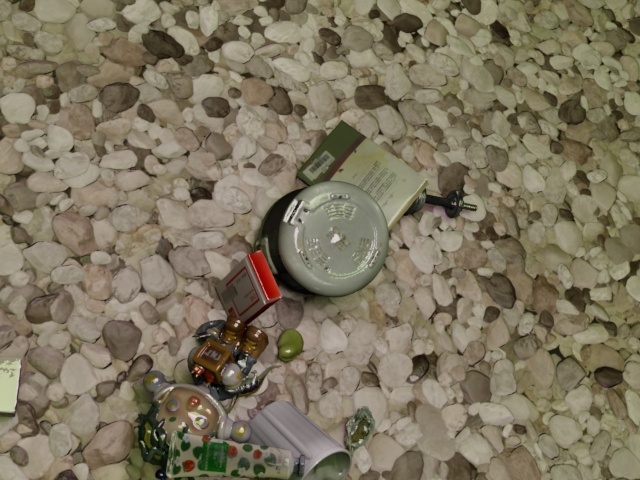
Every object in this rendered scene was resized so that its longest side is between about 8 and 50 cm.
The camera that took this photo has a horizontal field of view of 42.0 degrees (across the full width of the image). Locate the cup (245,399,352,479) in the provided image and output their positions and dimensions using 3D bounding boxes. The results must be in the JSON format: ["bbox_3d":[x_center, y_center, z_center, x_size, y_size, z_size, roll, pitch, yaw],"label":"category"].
[{"bbox_3d":[-0.071,0.487,1.823,0.202,0.167,0.221,38,96,36],"label":"cup"}]

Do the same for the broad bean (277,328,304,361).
[{"bbox_3d":[-0.073,0.251,2.004,0.063,0.045,0.083,18,57,1],"label":"broad bean"}]

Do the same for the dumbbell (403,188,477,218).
[{"bbox_3d":[0.309,-0.108,2.236,0.255,0.110,0.110,8,68,-22],"label":"dumbbell"}]

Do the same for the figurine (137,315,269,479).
[{"bbox_3d":[-0.252,0.344,1.820,0.261,0.186,0.381,20,65,25],"label":"figurine"}]

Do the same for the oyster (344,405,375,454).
[{"bbox_3d":[0.090,0.451,1.991,0.100,0.037,0.098,-15,94,-43],"label":"oyster"}]

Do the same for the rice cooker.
[{"bbox_3d":[0.000,0.002,1.992,0.289,0.277,0.288,1,87,-20],"label":"rice cooker"}]

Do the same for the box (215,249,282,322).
[{"bbox_3d":[-0.167,0.116,1.918,0.050,0.229,0.122,-20,79,-31],"label":"box"}]

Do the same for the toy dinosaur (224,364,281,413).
[{"bbox_3d":[-0.167,0.330,1.947,0.180,0.037,0.058,-36,99,-20],"label":"toy dinosaur"}]

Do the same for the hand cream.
[{"bbox_3d":[-0.170,0.444,1.683,0.276,0.059,0.095,5,74,0],"label":"hand cream"}]

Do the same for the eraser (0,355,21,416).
[{"bbox_3d":[-0.773,0.300,1.732,0.279,0.081,0.124,6,68,-16],"label":"eraser"}]

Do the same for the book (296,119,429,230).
[{"bbox_3d":[0.107,-0.162,2.159,0.289,0.026,0.201,38,80,14],"label":"book"}]
